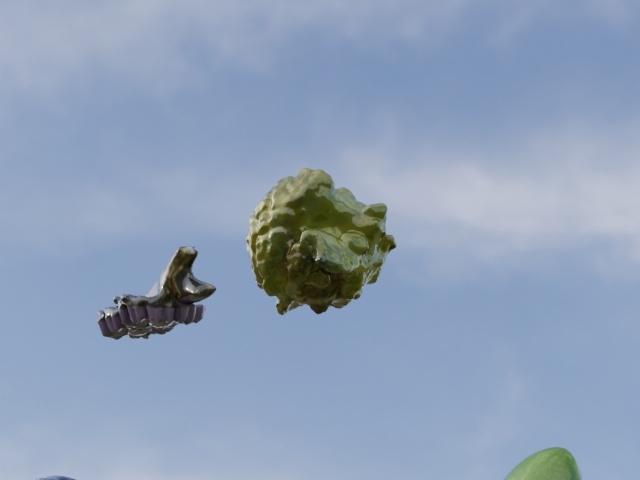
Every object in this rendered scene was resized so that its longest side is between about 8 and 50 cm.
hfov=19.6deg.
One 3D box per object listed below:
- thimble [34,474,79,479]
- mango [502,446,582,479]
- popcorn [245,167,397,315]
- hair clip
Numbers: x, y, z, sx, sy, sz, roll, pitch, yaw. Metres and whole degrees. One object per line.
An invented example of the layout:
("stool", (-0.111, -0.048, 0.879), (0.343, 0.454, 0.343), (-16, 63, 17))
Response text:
("thimble", (-0.201, 0.246, 1.342), (0.098, 0.150, 0.150), (-22, -31, 4))
("mango", (0.260, 0.421, 2.261), (0.156, 0.343, 0.192), (16, -12, -34))
("popcorn", (0.001, 0.002, 2.133), (0.173, 0.173, 0.142), (1, -26, 6))
("hair clip", (-0.204, 0.077, 2.232), (0.106, 0.084, 0.292), (-2, -13, -25))
